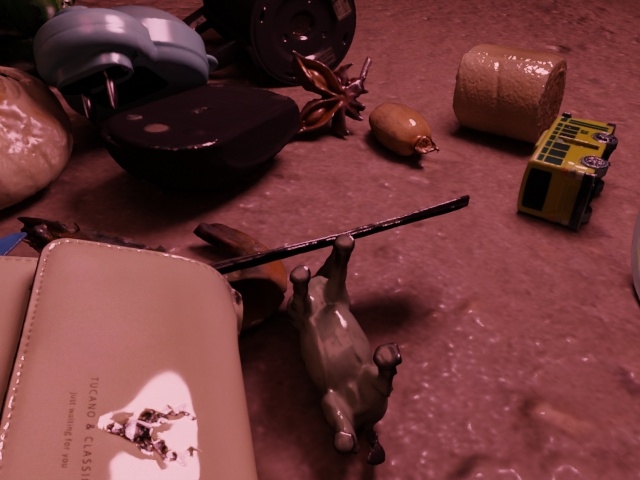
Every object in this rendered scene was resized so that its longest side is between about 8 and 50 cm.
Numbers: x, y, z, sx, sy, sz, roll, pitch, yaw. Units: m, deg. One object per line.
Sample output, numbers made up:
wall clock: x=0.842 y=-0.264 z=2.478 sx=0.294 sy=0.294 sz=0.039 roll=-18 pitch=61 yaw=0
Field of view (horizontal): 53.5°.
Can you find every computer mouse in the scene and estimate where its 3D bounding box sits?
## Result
computer mouse: x=-0.150 y=-0.126 z=0.825 sx=0.170 sy=0.100 sz=0.269 roll=20 pitch=33 yaw=23

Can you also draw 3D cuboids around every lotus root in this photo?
lotus root: x=0.119 y=-0.165 z=0.939 sx=0.073 sy=0.062 sz=0.150 roll=-14 pitch=37 yaw=-23

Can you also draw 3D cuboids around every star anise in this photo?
star anise: x=0.015 y=-0.254 z=1.039 sx=0.218 sy=0.148 sz=0.227 roll=-37 pitch=13 yaw=-2

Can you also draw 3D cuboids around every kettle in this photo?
kettle: x=-0.111 y=-0.413 z=1.204 sx=0.203 sy=0.262 sz=0.308 roll=23 pitch=15 yaw=-40

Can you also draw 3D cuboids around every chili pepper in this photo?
chili pepper: x=-0.539 y=-0.380 z=1.057 sx=0.257 sy=0.233 sz=0.248 roll=-5 pitch=20 yaw=-2

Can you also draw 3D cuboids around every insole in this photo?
insole: x=0.000 y=0.000 z=0.596 sx=0.309 sy=0.012 sz=0.110 roll=-15 pitch=-5 yaw=-12

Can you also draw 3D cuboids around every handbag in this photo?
handbag: x=-0.150 y=0.157 z=0.373 sx=0.237 sy=0.160 sz=0.358 roll=2 pitch=34 yaw=-16

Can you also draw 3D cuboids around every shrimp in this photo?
shrimp: x=-0.171 y=0.013 z=0.671 sx=0.296 sy=0.058 sz=0.169 roll=22 pitch=32 yaw=17

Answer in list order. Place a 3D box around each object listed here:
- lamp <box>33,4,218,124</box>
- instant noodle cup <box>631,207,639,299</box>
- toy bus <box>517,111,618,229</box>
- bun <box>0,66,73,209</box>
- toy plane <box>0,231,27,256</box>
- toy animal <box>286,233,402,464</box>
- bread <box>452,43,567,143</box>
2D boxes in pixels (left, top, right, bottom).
lamp: x=-0.271 y=-0.241 z=0.875 sx=0.209 sy=0.147 sz=0.284 roll=-20 pitch=10 yaw=14
instant noodle cup: x=0.509 y=0.011 z=0.576 sx=0.308 sy=0.294 sz=0.294 roll=10 pitch=35 yaw=-3
toy bus: x=0.330 y=-0.099 z=0.843 sx=0.101 sy=0.088 sz=0.175 roll=19 pitch=39 yaw=23
bun: x=-0.451 y=-0.135 z=0.769 sx=0.287 sy=0.146 sz=0.287 roll=-1 pitch=37 yaw=0
toy plane: x=-0.419 y=0.037 z=0.570 sx=0.271 sy=0.105 sz=0.254 roll=1 pitch=38 yaw=-11
toy animal: x=0.015 y=0.085 z=0.539 sx=0.073 sy=0.176 sz=0.217 roll=-14 pitch=61 yaw=-3
bread: x=0.294 y=-0.230 z=0.990 sx=0.141 sy=0.134 sz=0.148 roll=20 pitch=26 yaw=29
